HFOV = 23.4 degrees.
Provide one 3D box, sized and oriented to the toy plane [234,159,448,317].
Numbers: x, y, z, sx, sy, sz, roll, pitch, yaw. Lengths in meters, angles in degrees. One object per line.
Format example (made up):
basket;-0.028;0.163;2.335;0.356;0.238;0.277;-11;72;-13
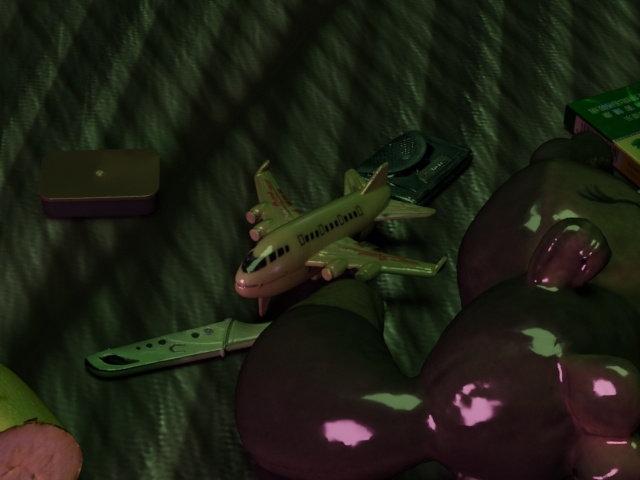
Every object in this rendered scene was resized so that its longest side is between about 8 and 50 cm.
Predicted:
toy plane;0.000;0.000;1.506;0.229;0.092;0.244;28;46;28

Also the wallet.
wallet;0.098;-0.080;1.667;0.088;0.026;0.129;23;42;25

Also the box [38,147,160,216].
box;-0.231;-0.060;1.623;0.126;0.031;0.091;-3;38;-5

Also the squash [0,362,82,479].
squash;-0.290;0.153;1.282;0.123;0.123;0.186;-23;39;-28

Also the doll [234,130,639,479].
doll;0.136;0.052;1.325;0.378;0.252;0.382;10;32;10

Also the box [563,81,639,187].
box;0.389;-0.098;1.695;0.132;0.034;0.235;-17;42;-23

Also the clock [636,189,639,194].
clock;0.378;-0.016;1.518;0.231;0.103;0.144;-29;54;-24

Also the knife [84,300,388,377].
knife;-0.076;0.088;1.447;0.293;0.020;0.043;-12;42;-16
